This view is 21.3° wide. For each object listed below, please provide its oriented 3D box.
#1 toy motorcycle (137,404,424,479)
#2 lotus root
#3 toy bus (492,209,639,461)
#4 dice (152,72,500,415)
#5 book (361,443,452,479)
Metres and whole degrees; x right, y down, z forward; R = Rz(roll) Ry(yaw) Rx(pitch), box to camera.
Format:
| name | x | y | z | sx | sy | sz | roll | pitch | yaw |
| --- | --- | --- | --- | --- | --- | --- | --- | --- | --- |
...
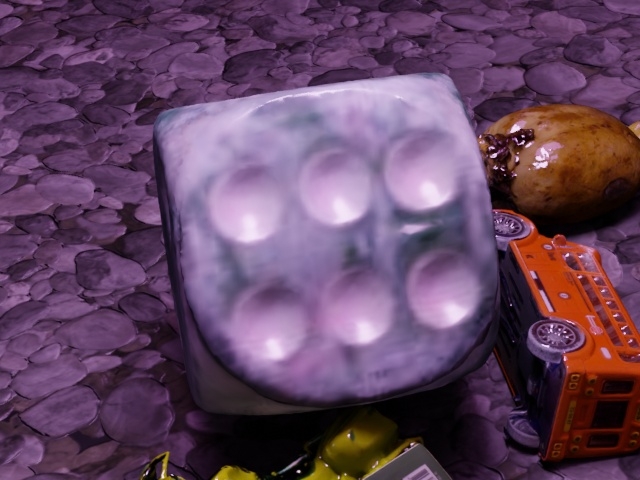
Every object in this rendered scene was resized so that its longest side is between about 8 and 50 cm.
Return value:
| name | x | y | z | sx | sy | sz | roll | pitch | yaw |
| --- | --- | --- | --- | --- | --- | --- | --- | --- | --- |
| toy motorcycle | -0.058 | 0.272 | 1.700 | 0.342 | 0.142 | 0.206 | -28 | 79 | -32 |
| lotus root | 0.319 | -0.099 | 2.214 | 0.314 | 0.141 | 0.169 | -8 | 36 | -23 |
| toy bus | 0.265 | 0.098 | 1.930 | 0.153 | 0.143 | 0.329 | 0 | 32 | -12 |
| dice | 0.000 | 0.000 | 1.831 | 0.328 | 0.330 | 0.348 | -9 | 5 | -7 |
| book | 0.060 | 0.332 | 1.610 | 0.264 | 0.027 | 0.202 | -29 | 72 | -33 |
